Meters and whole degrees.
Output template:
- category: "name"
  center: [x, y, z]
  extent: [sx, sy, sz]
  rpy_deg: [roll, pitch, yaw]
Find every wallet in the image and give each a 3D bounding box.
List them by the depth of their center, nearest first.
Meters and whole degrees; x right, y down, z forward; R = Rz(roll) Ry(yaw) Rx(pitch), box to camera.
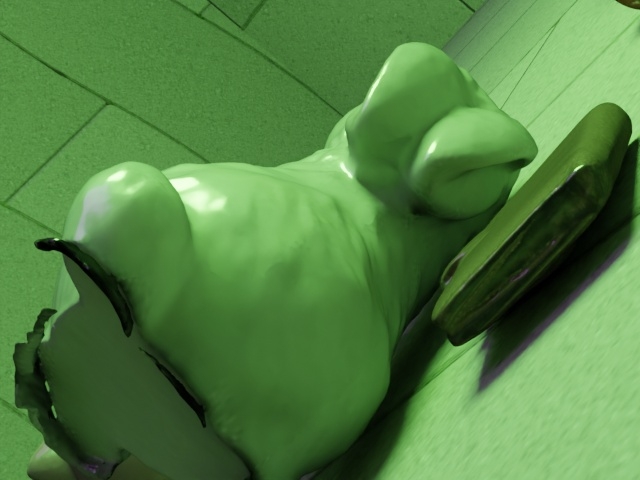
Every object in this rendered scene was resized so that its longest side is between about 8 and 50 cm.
- category: "wallet"
  center: [0.108, -0.009, 0.665]
  extent: [0.118, 0.039, 0.153]
  rpy_deg: [-48, 1, 25]

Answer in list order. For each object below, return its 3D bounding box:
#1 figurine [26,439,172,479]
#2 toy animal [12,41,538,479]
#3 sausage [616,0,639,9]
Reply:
- category: "figurine"
  center: [-0.086, 0.090, 1.017]
  extent: [0.186, 0.176, 0.288]
  rpy_deg: [56, -126, -74]
- category: "toy animal"
  center: [0.000, 0.000, 0.785]
  extent: [0.357, 0.194, 0.258]
  rpy_deg: [-44, -23, -34]
- category: "sausage"
  center: [0.227, -0.195, 0.943]
  extent: [0.059, 0.054, 0.094]
  rpy_deg: [-47, 5, 34]
